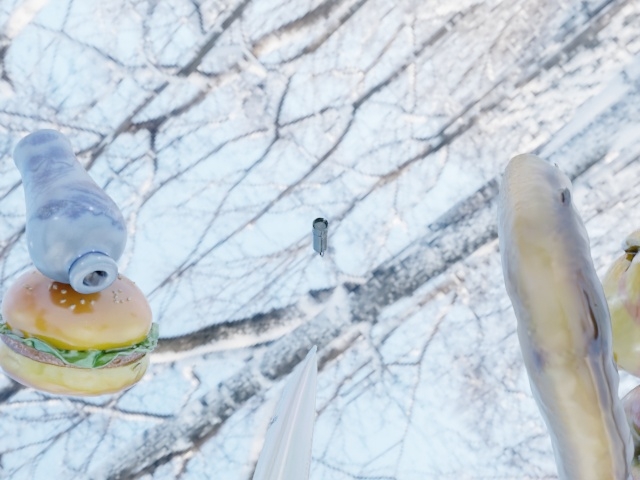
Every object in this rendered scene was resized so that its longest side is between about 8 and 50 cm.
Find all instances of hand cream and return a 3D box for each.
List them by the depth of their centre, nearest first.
[{"bbox_3d":[-0.065,0.401,1.922,0.118,0.185,0.358,16,-126,-8],"label":"hand cream"}]

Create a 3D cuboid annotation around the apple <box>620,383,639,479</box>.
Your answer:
[{"bbox_3d":[0.312,0.184,0.798,0.131,0.146,0.146,13,-142,-23],"label":"apple"}]

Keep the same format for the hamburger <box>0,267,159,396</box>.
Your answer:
[{"bbox_3d":[-0.355,0.118,1.400,0.246,0.169,0.246,8,-169,-2],"label":"hamburger"}]

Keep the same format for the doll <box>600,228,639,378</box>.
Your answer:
[{"bbox_3d":[0.387,0.044,0.911,0.167,0.270,0.162,2,-109,-41],"label":"doll"}]

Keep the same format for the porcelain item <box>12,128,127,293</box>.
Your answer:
[{"bbox_3d":[-0.356,-0.040,1.325,0.141,0.141,0.259,19,-148,-50],"label":"porcelain item"}]

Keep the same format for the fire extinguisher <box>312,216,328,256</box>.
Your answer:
[{"bbox_3d":[0.000,0.000,1.458,0.083,0.025,0.038,91,170,-58],"label":"fire extinguisher"}]

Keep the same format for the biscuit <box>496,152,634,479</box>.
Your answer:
[{"bbox_3d":[0.144,0.090,0.529,0.154,0.045,0.299,-92,-17,-47],"label":"biscuit"}]
